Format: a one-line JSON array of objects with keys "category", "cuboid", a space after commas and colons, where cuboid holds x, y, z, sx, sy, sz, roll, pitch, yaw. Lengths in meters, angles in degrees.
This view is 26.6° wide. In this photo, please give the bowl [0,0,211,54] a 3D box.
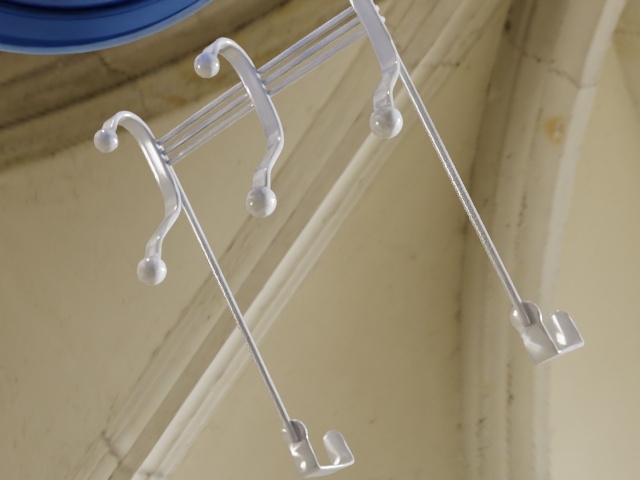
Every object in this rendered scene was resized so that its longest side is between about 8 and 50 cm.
[{"category": "bowl", "cuboid": [-0.189, -0.318, 0.883, 0.391, 0.391, 0.077, 25, -154, -6]}]

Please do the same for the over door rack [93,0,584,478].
[{"category": "over door rack", "cuboid": [0.000, 0.000, 0.960, 0.324, 0.239, 0.108, 59, -151, -1]}]
